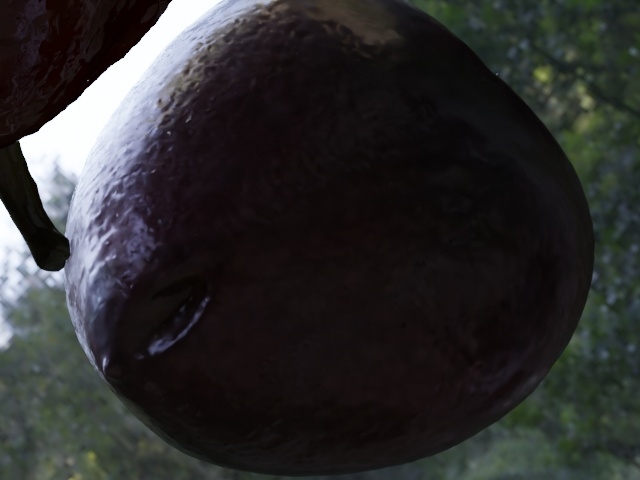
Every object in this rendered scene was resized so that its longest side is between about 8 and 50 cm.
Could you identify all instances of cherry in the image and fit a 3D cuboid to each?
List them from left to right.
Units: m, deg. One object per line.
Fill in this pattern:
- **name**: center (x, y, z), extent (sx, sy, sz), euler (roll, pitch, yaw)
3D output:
- **cherry**: center (0.000, 0.000, 0.920), extent (0.307, 0.261, 0.221), euler (-36, -14, -35)

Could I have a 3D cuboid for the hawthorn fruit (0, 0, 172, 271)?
- **hawthorn fruit**: center (-0.133, -0.104, 0.557), extent (0.205, 0.205, 0.253), euler (-26, -68, -35)
